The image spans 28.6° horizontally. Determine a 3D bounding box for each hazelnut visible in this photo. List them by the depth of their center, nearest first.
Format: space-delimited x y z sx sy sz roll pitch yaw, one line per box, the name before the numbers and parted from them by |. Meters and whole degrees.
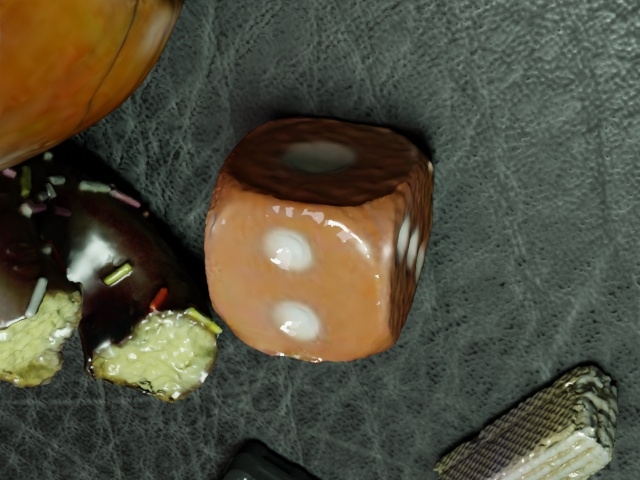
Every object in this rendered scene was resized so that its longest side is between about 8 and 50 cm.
hazelnut | -0.284 -0.207 1.028 0.315 0.372 0.372 29 130 -21

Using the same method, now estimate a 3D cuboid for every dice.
dice | 0.000 0.000 1.149 0.175 0.174 0.179 11 123 14

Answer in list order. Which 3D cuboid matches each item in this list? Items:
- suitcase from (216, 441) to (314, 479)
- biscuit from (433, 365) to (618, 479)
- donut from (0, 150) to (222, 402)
suitcase | -0.063 0.382 1.487 0.206 0.066 0.285 31 127 1
biscuit | 0.198 0.220 1.251 0.062 0.108 0.239 40 126 -13
donut | -0.250 0.023 1.205 0.136 0.345 0.259 -40 58 17
